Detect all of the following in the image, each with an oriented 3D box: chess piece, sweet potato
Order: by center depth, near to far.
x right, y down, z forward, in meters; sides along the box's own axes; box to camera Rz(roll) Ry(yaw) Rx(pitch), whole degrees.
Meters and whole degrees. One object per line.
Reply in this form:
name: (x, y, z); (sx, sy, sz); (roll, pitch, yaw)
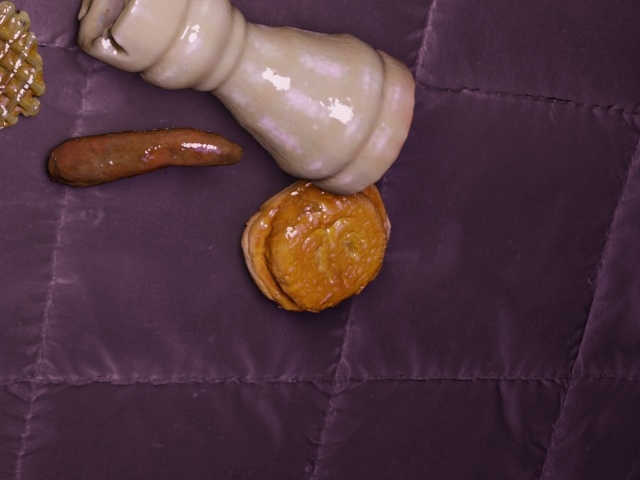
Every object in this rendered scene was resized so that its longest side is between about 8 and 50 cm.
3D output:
chess piece: (-0.105, -0.239, 1.901); (0.442, 0.234, 0.234); (24, 98, -29)
sweet potato: (-0.243, -0.119, 1.902); (0.273, 0.075, 0.075); (-7, 117, 5)

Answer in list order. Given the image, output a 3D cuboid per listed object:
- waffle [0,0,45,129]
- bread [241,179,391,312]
waffle: (-0.448, -0.225, 1.821); (0.169, 0.036, 0.183); (-16, 117, -21)
bread: (-0.001, -0.003, 2.113); (0.236, 0.120, 0.198); (-34, 121, -13)
